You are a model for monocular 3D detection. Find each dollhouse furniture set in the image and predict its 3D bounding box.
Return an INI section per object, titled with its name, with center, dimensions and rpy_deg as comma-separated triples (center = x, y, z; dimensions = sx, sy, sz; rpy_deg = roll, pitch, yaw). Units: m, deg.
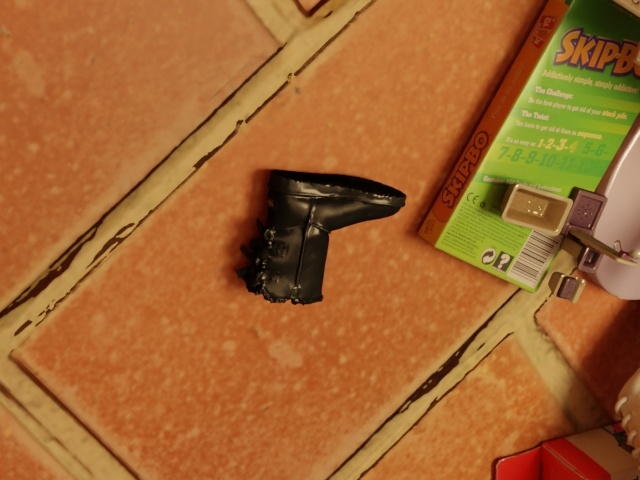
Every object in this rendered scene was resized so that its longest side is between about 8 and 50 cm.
[dollhouse furniture set]
center = 0.194, 0.008, 1.526
dimensions = 0.114, 0.081, 0.091
rpy_deg = 15, 104, -37

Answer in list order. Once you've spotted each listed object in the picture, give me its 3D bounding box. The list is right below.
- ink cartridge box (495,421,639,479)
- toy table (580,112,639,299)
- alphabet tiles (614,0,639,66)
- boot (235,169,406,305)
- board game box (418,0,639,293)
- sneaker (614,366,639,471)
[ink cartridge box]
center = 0.269, 0.239, 1.718
dimensions = 0.231, 0.078, 0.134
rpy_deg = -12, 117, -26
[toy table]
center = 0.356, -0.047, 1.592
dimensions = 0.252, 0.161, 0.274
rpy_deg = 25, 96, -37
[alphabet tiles]
center = 0.304, -0.191, 1.483
dimensions = 0.237, 0.009, 0.198
rpy_deg = 30, 60, -7
[boot]
center = 0.001, 0.000, 1.470
dimensions = 0.121, 0.045, 0.099
rpy_deg = 5, 106, -25
[board game box]
center = 0.190, -0.092, 1.548
dimensions = 0.124, 0.039, 0.259
rpy_deg = 24, 100, -37
[sneaker]
center = 0.298, 0.162, 1.642
dimensions = 0.094, 0.091, 0.258
rpy_deg = 65, 35, -57
